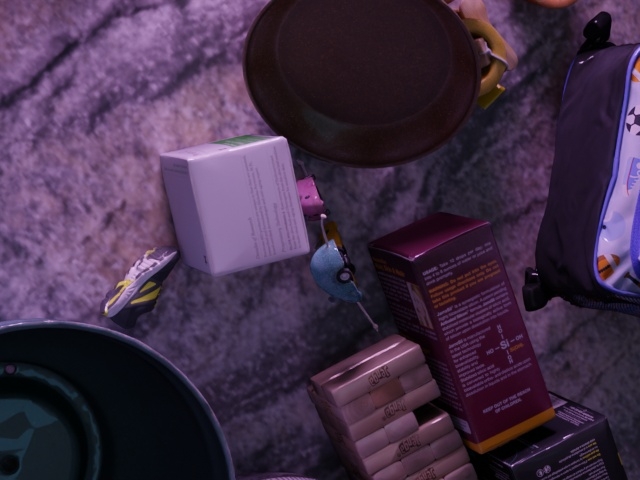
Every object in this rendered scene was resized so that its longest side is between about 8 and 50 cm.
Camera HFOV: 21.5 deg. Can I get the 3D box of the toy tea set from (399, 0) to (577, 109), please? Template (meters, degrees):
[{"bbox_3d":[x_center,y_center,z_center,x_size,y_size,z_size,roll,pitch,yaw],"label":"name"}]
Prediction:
[{"bbox_3d":[0.178,-0.272,1.438,0.336,0.124,0.200,-46,109,-9],"label":"toy tea set"}]

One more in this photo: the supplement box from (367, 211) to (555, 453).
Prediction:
[{"bbox_3d":[0.123,0.078,1.473,0.081,0.104,0.188,-24,104,-16],"label":"supplement box"}]

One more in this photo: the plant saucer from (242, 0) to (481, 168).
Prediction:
[{"bbox_3d":[0.035,-0.148,1.404,0.199,0.036,0.198,5,130,6],"label":"plant saucer"}]

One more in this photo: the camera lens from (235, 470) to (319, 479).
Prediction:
[{"bbox_3d":[-0.011,0.315,1.364,0.219,0.274,0.219,-3,98,-19],"label":"camera lens"}]

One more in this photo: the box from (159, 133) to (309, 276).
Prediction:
[{"bbox_3d":[-0.072,-0.031,1.391,0.087,0.101,0.102,-15,100,-17],"label":"box"}]

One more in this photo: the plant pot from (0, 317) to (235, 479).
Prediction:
[{"bbox_3d":[-0.232,0.192,1.311,0.293,0.196,0.293,-2,97,-19],"label":"plant pot"}]

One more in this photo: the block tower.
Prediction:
[{"bbox_3d":[0.099,0.248,1.494,0.097,0.091,0.335,-27,105,-14],"label":"block tower"}]

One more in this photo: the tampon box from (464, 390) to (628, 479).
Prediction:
[{"bbox_3d":[0.214,0.237,1.517,0.101,0.120,0.161,-25,105,-15],"label":"tampon box"}]

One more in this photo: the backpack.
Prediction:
[{"bbox_3d":[0.344,-0.041,1.493,0.263,0.213,0.276,14,89,-31],"label":"backpack"}]

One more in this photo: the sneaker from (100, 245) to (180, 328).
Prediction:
[{"bbox_3d":[-0.147,0.039,1.415,0.083,0.031,0.035,-43,121,-5],"label":"sneaker"}]

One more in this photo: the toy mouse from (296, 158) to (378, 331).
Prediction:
[{"bbox_3d":[0.000,0.000,1.410,0.031,0.143,0.161,-22,79,3],"label":"toy mouse"}]
